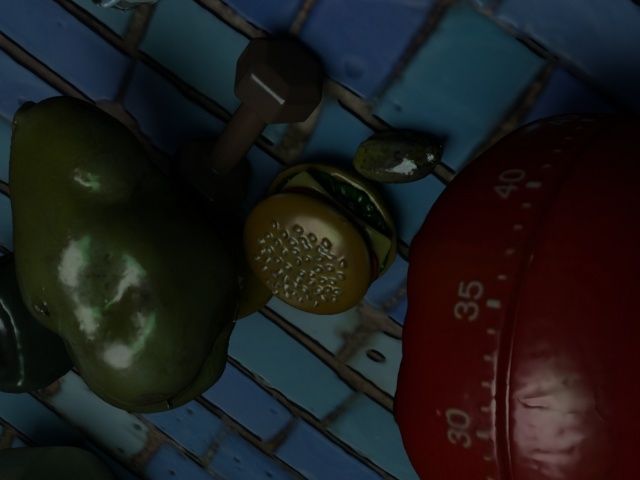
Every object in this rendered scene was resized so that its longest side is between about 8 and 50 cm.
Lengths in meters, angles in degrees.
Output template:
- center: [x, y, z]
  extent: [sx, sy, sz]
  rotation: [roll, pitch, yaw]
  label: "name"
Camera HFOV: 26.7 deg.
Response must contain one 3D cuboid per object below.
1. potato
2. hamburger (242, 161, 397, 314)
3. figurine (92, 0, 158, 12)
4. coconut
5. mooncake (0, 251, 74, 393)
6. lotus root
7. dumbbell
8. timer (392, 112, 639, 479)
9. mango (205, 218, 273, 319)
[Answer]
- center: [-0.206, 0.012, 1.368]
  extent: [0.202, 0.218, 0.351]
  rotation: [-24, 104, 5]
  label: "potato"
- center: [0.000, 0.000, 1.397]
  extent: [0.162, 0.115, 0.162]
  rotation: [16, 131, 19]
  label: "hamburger"
- center: [-0.196, -0.306, 1.279]
  extent: [0.208, 0.128, 0.184]
  rotation: [18, 130, 26]
  label: "figurine"
- center: [-0.380, 0.398, 1.860]
  extent: [0.259, 0.259, 0.259]
  rotation: [17, 131, 21]
  label: "coconut"
- center: [-0.377, 0.103, 1.684]
  extent: [0.104, 0.175, 0.168]
  rotation: [-9, 160, 33]
  label: "mooncake"
- center: [0.079, -0.081, 1.327]
  extent: [0.099, 0.054, 0.049]
  rotation: [0, 114, 33]
  label: "lotus root"
- center: [-0.081, -0.111, 1.385]
  extent: [0.082, 0.092, 0.231]
  rotation: [20, 138, -20]
  label: "dumbbell"
- center: [0.235, 0.083, 1.126]
  extent: [0.279, 0.378, 0.378]
  rotation: [10, 129, 37]
  label: "timer"
- center: [-0.140, 0.033, 1.528]
  extent: [0.195, 0.098, 0.137]
  rotation: [5, 122, 23]
  label: "mango"
